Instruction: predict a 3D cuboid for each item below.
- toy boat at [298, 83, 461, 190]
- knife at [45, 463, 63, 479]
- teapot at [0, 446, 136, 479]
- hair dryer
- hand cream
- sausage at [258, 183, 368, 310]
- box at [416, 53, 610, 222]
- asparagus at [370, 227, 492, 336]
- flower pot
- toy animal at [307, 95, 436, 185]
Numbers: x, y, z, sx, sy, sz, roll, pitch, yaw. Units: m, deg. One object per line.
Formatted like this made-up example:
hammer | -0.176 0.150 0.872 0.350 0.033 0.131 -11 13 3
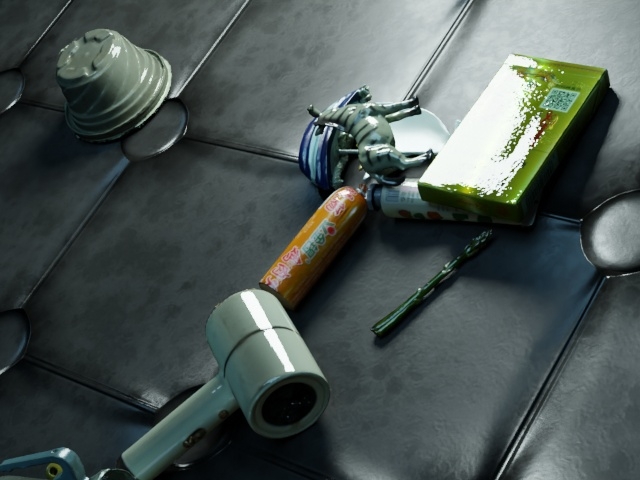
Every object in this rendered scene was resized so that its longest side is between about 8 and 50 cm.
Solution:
toy boat | 0.111 -0.171 2.182 0.291 0.067 0.221 -1 52 28
knife | -0.294 0.405 1.955 0.343 0.027 0.061 18 79 39
teapot | -0.375 0.389 1.887 0.225 0.203 0.171 -15 21 23
hair dryer | -0.169 0.252 1.959 0.362 0.128 0.203 -40 44 6
hand cream | 0.201 -0.062 2.038 0.276 0.059 0.095 3 53 29
sausage | 0.000 0.000 2.092 0.071 0.071 0.234 23 68 42
box | 0.295 -0.161 2.031 0.173 0.043 0.311 14 54 33
asparagus | 0.166 0.061 1.973 0.233 0.022 0.023 -42 -1 -3
flower pot | -0.414 -0.313 2.571 0.235 0.140 0.236 -18 44 19
toy animal | 0.081 -0.162 2.108 0.176 0.073 0.217 -18 50 4
